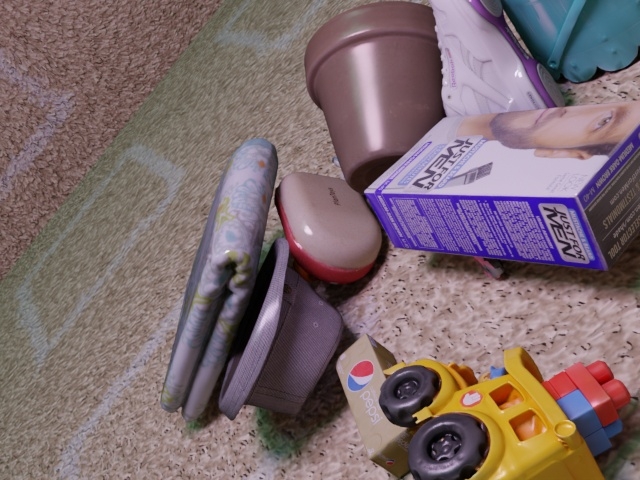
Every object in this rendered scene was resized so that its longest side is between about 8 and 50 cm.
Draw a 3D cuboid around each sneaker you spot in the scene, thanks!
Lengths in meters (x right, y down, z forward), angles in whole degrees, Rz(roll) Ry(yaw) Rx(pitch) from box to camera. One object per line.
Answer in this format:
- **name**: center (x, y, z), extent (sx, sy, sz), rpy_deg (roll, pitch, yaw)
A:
- **sneaker**: center (0.200, -0.251, 1.085), extent (0.152, 0.305, 0.114), rpy_deg (-32, 2, 36)
- **sneaker**: center (0.217, 0.002, 1.025), extent (0.057, 0.047, 0.119), rpy_deg (-33, 34, 8)

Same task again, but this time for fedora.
- **fedora**: center (-0.047, 0.137, 1.104), extent (0.275, 0.124, 0.243), rpy_deg (-84, 17, -64)

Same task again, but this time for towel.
- **towel**: center (-0.159, 0.062, 1.272), extent (0.320, 0.090, 0.374), rpy_deg (-89, 19, -52)

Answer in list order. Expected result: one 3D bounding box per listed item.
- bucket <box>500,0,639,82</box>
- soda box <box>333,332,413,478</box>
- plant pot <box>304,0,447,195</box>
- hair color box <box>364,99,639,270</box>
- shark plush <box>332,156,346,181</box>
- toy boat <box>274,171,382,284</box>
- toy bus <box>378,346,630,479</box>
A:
- **bucket**: center (0.372, -0.382, 1.096), extent (0.281, 0.183, 0.281), rpy_deg (-34, 34, 27)
- **soda box**: center (0.075, 0.200, 0.975), extent (0.061, 0.058, 0.181), rpy_deg (-43, 30, 13)
- **plant pot**: center (0.105, -0.194, 1.223), extent (0.263, 0.263, 0.229), rpy_deg (-23, 58, 39)
- **hair color box**: center (0.234, -0.072, 0.963), extent (0.185, 0.110, 0.339), rpy_deg (-43, 28, -26)
- **shark plush**: center (0.081, -0.115, 1.327), extent (0.067, 0.073, 0.161), rpy_deg (-26, 19, -20)
- **toy boat**: center (0.000, 0.000, 1.251), extent (0.231, 0.151, 0.151), rpy_deg (-111, 35, -57)
- **toy bus**: center (0.187, 0.180, 0.780), extent (0.211, 0.149, 0.220), rpy_deg (-34, 29, 2)
